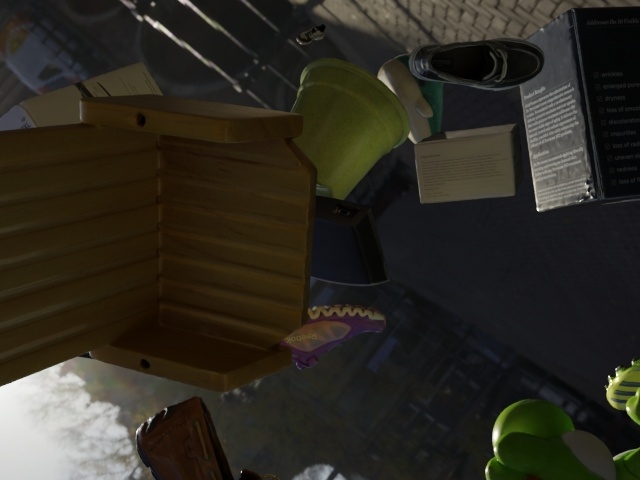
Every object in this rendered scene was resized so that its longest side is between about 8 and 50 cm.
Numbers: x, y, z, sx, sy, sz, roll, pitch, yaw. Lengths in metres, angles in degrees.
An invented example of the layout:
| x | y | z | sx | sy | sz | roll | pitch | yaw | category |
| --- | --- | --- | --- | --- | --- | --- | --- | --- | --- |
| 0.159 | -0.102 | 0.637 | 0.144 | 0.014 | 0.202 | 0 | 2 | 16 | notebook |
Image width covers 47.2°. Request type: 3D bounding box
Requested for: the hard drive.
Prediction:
| x | y | z | sx | sy | sz | roll | pitch | yaw | category |
| --- | --- | --- | --- | --- | --- | --- | --- | --- | --- |
| 0.000 | 0.000 | 1.351 | 0.255 | 0.054 | 0.171 | 11 | 130 | 41 | hard drive |

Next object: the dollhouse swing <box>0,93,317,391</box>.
| x | y | z | sx | sy | sz | roll | pitch | yaw | category |
| --- | --- | --- | --- | --- | --- | --- | --- | --- | --- |
| -0.211 | 0.023 | 0.859 | 0.315 | 0.346 | 0.305 | 11 | -161 | 19 | dollhouse swing |

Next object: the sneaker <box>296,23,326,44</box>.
| x | y | z | sx | sy | sz | roll | pitch | yaw | category |
| --- | --- | --- | --- | --- | --- | --- | --- | --- | --- |
| -0.021 | -0.481 | 1.697 | 0.032 | 0.083 | 0.037 | 50 | 143 | 11 | sneaker |

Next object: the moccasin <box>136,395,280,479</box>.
| x | y | z | sx | sy | sz | roll | pitch | yaw | category |
| --- | --- | --- | --- | --- | --- | --- | --- | --- | --- |
| -0.137 | 0.413 | 1.155 | 0.379 | 0.147 | 0.139 | 62 | 178 | -8 | moccasin |

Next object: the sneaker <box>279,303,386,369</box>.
| x | y | z | sx | sy | sz | roll | pitch | yaw | category |
| --- | --- | --- | --- | --- | --- | --- | --- | --- | --- |
| -0.008 | 0.159 | 1.216 | 0.237 | 0.104 | 0.095 | -4 | 175 | -2 | sneaker |

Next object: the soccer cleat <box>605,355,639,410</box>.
| x | y | z | sx | sy | sz | roll | pitch | yaw | category |
| --- | --- | --- | --- | --- | --- | --- | --- | --- | --- |
| 0.559 | 0.230 | 1.167 | 0.289 | 0.094 | 0.121 | 116 | 138 | -54 | soccer cleat |

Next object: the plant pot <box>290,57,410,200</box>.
| x | y | z | sx | sy | sz | roll | pitch | yaw | category |
| --- | --- | --- | --- | --- | --- | --- | --- | --- | --- |
| 0.015 | -0.205 | 1.592 | 0.276 | 0.253 | 0.276 | 28 | 159 | 12 | plant pot |

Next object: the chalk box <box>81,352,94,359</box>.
| x | y | z | sx | sy | sz | roll | pitch | yaw | category |
| --- | --- | --- | --- | --- | --- | --- | --- | --- | --- |
| -0.462 | 0.103 | 1.397 | 0.289 | 0.180 | 0.179 | 15 | -166 | -19 | chalk box |

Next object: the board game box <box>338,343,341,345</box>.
| x | y | z | sx | sy | sz | roll | pitch | yaw | category |
| --- | --- | --- | --- | --- | --- | --- | --- | --- | --- |
| -0.020 | 0.219 | 1.518 | 0.090 | 0.090 | 0.020 | -11 | 91 | 52 | board game box |

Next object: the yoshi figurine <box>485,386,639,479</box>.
| x | y | z | sx | sy | sz | roll | pitch | yaw | category |
| --- | --- | --- | --- | --- | --- | --- | --- | --- | --- |
| 0.381 | 0.296 | 0.970 | 0.362 | 0.203 | 0.203 | 16 | 160 | -10 | yoshi figurine |

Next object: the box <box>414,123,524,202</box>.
| x | y | z | sx | sy | sz | roll | pitch | yaw | category |
| --- | --- | --- | --- | --- | --- | --- | --- | --- | --- |
| 0.292 | -0.151 | 1.422 | 0.182 | 0.119 | 0.181 | -4 | -168 | 21 | box |

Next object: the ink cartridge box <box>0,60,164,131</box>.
| x | y | z | sx | sy | sz | roll | pitch | yaw | category |
| --- | --- | --- | --- | --- | --- | --- | --- | --- | --- |
| -0.586 | -0.248 | 1.734 | 0.166 | 0.286 | 0.395 | 58 | -144 | -8 | ink cartridge box |

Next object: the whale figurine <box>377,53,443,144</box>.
| x | y | z | sx | sy | sz | roll | pitch | yaw | category |
| --- | --- | --- | --- | --- | --- | --- | --- | --- | --- |
| 0.252 | -0.331 | 1.802 | 0.272 | 0.141 | 0.216 | 61 | 173 | -14 | whale figurine |

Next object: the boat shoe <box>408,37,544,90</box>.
| x | y | z | sx | sy | sz | roll | pitch | yaw | category |
| --- | --- | --- | --- | --- | --- | --- | --- | --- | --- |
| 0.370 | -0.393 | 1.661 | 0.335 | 0.121 | 0.119 | -7 | -160 | -14 | boat shoe |

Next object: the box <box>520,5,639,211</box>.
| x | y | z | sx | sy | sz | roll | pitch | yaw | category |
| --- | --- | --- | --- | --- | --- | --- | --- | --- | --- |
| 0.813 | -0.339 | 1.917 | 0.480 | 0.471 | 0.297 | -6 | 178 | -16 | box |
